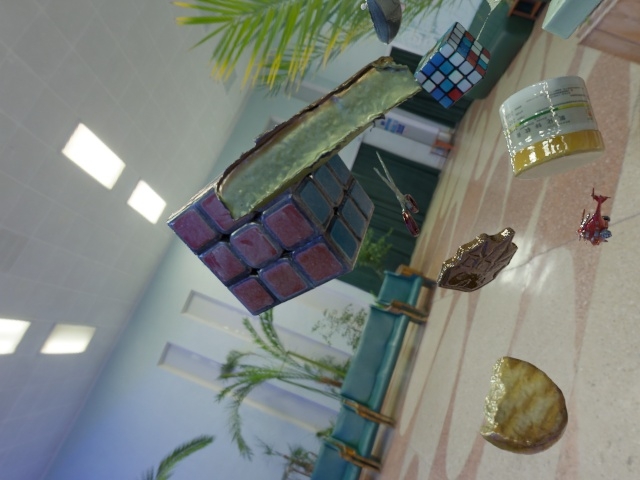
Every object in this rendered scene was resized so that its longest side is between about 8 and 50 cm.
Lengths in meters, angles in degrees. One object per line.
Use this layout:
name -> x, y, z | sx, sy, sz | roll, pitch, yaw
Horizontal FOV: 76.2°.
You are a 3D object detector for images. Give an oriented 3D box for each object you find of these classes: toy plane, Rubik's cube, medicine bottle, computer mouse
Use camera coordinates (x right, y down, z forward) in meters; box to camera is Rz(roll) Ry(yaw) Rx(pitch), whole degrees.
toy plane -> 0.741, -0.061, 1.096 | 0.126, 0.077, 0.194 | -50, -44, -51
Rubik's cube -> -0.095, -0.064, 0.941 | 0.304, 0.305, 0.301 | -26, 22, 30
medicine bottle -> 0.676, -0.324, 1.208 | 0.238, 0.238, 0.231 | 81, 178, -81
Rubik's cube -> 0.400, -0.533, 1.245 | 0.151, 0.155, 0.154 | -37, 19, 49
computer mouse -> 0.175, -0.622, 1.078 | 0.229, 0.069, 0.112 | 43, -124, -61

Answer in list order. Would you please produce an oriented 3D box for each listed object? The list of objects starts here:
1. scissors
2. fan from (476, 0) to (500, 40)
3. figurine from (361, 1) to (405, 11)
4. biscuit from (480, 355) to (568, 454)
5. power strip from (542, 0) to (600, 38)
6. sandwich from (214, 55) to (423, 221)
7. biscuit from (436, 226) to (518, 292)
scissors -> 0.211, -0.131, 1.119 | 0.017, 0.247, 0.144 | -21, 37, 29
fan -> 0.588, -0.812, 1.363 | 0.309, 0.010, 0.182 | -67, 24, 13
figurine -> 0.269, -0.991, 1.581 | 0.257, 0.144, 0.182 | -37, -28, -5
biscuit -> 0.574, 0.475, 1.151 | 0.274, 0.214, 0.091 | -48, -34, -39
power strip -> 0.485, -0.487, 0.628 | 0.385, 0.063, 0.091 | 104, -170, -73
sandwich -> -0.007, -0.128, 0.524 | 0.245, 0.063, 0.212 | -33, 8, 9
biscuit -> 0.397, 0.052, 1.003 | 0.215, 0.183, 0.034 | -56, 37, 33
